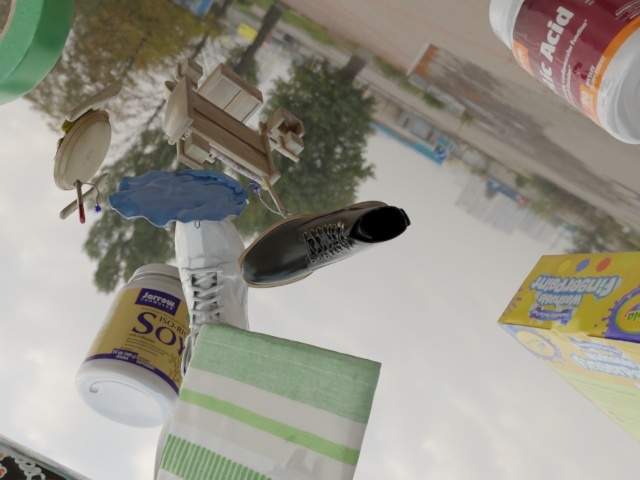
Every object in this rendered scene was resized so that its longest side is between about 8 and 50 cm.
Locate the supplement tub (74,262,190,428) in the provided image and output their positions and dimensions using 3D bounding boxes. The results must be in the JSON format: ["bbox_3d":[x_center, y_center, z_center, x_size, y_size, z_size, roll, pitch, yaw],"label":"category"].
[{"bbox_3d":[-0.405,0.243,1.752,0.241,0.241,0.331,28,-134,-15],"label":"supplement tub"}]

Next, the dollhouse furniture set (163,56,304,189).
[{"bbox_3d":[-0.170,-0.140,1.345,0.303,0.174,0.356,31,-151,-32],"label":"dollhouse furniture set"}]

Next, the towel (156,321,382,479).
[{"bbox_3d":[-0.074,0.246,0.673,0.247,0.325,0.038,6,168,45],"label":"towel"}]

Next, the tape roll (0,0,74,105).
[{"bbox_3d":[-0.519,-0.356,1.078,0.321,0.321,0.077,33,-169,9],"label":"tape roll"}]

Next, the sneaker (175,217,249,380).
[{"bbox_3d":[-0.156,0.104,1.094,0.108,0.293,0.169,-8,-156,2],"label":"sneaker"}]

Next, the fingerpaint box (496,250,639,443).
[{"bbox_3d":[0.535,0.184,1.105,0.371,0.163,0.445,39,170,-8],"label":"fingerpaint box"}]

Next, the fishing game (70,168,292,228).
[{"bbox_3d":[-0.184,-0.051,0.970,0.263,0.041,0.189,-4,-154,-20],"label":"fishing game"}]

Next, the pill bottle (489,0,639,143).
[{"bbox_3d":[0.474,-0.355,1.297,0.224,0.224,0.392,23,-157,-36],"label":"pill bottle"}]

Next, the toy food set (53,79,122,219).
[{"bbox_3d":[-0.336,-0.130,1.036,0.038,0.192,0.132,27,-141,7],"label":"toy food set"}]

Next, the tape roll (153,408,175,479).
[{"bbox_3d":[-0.103,0.382,0.887,0.072,0.392,0.392,-6,-149,-32],"label":"tape roll"}]

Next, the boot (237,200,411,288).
[{"bbox_3d":[0.000,0.000,0.843,0.077,0.197,0.137,65,175,-4],"label":"boot"}]

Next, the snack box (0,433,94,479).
[{"bbox_3d":[-0.419,0.327,1.048,0.321,0.060,0.187,30,160,-7],"label":"snack box"}]
